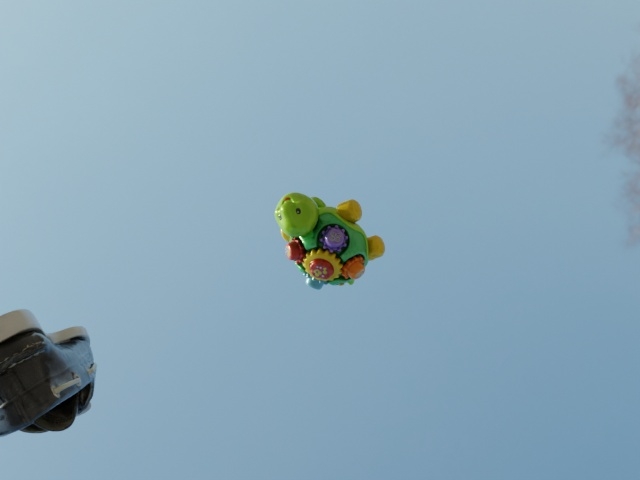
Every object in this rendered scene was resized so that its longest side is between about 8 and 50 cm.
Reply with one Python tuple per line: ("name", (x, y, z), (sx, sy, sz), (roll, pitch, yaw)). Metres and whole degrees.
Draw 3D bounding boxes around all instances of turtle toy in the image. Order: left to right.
("turtle toy", (0.000, 0.000, 1.003), (0.130, 0.095, 0.066), (56, -147, -26))

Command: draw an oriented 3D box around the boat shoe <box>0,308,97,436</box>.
("boat shoe", (-0.259, 0.136, 0.903), (0.114, 0.302, 0.091), (-33, -97, -3))
